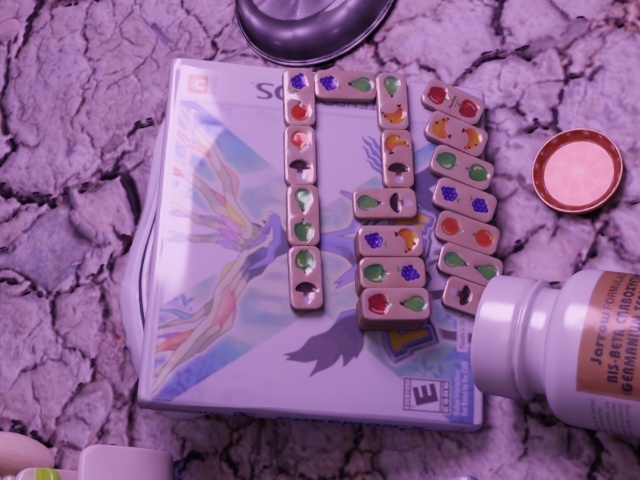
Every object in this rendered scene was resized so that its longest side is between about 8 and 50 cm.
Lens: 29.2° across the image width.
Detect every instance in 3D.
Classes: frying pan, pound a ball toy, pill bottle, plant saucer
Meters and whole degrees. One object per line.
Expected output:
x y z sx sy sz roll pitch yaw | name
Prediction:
0.048 -0.275 1.271 0.326 0.053 0.197 5 74 28 | frying pan
-0.218 0.321 1.132 0.208 0.136 0.319 -25 60 42 | pound a ball toy
0.246 0.092 0.994 0.229 0.131 0.131 7 74 26 | pill bottle
0.235 -0.062 1.124 0.083 0.013 0.083 -8 68 20 | plant saucer

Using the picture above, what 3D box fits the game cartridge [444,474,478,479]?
0.052 0.342 1.031 0.297 0.062 0.198 -38 56 6 | game cartridge

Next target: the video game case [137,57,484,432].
0.000 0.000 1.111 0.300 0.036 0.329 5 71 -6 | video game case

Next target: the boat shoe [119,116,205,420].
-0.108 0.000 1.174 0.119 0.121 0.335 -22 60 43 | boat shoe

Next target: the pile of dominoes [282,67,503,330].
0.067 -0.045 1.097 0.196 0.040 0.251 0 71 -8 | pile of dominoes
